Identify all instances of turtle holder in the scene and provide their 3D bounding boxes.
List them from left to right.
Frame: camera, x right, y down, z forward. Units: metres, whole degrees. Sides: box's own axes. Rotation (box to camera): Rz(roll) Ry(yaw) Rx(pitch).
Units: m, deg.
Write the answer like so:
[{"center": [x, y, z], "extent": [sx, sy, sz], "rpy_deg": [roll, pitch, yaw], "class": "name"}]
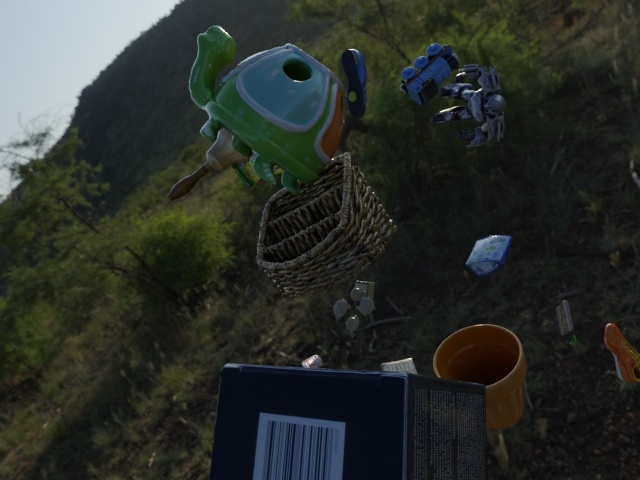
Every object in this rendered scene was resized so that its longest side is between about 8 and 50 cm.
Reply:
[{"center": [-0.095, -0.258, 0.982], "extent": [0.320, 0.243, 0.227], "rpy_deg": [41, 99, 31], "class": "turtle holder"}]

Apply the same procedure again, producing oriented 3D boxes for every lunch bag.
[{"center": [0.632, 0.052, 1.857], "extent": [0.128, 0.096, 0.151], "rpy_deg": [-58, 12, -27], "class": "lunch bag"}]

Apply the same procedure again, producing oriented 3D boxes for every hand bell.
[{"center": [-0.329, -0.194, 1.412], "extent": [0.242, 0.126, 0.126], "rpy_deg": [-44, 17, -14], "class": "hand bell"}]

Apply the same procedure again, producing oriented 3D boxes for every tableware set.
[{"center": [0.122, 0.243, 1.822], "extent": [0.168, 0.020, 0.141], "rpy_deg": [-47, 46, 15], "class": "tableware set"}]

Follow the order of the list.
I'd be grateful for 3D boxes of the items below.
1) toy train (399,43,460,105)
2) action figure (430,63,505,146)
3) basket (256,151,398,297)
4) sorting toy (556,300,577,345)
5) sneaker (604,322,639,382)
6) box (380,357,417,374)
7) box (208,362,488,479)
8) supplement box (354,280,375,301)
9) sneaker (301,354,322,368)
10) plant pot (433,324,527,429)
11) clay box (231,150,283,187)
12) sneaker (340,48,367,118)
[{"center": [0.311, -0.473, 1.424], "extent": [0.184, 0.080, 0.105], "rpy_deg": [-42, 57, 2], "class": "toy train"}, {"center": [0.358, -0.321, 1.204], "extent": [0.099, 0.185, 0.285], "rpy_deg": [-3, 16, -7], "class": "action figure"}, {"center": [-0.021, -0.019, 1.145], "extent": [0.299, 0.223, 0.213], "rpy_deg": [-23, 17, 40], "class": "basket"}, {"center": [0.463, 0.159, 0.945], "extent": [0.012, 0.083, 0.062], "rpy_deg": [-5, -20, 9], "class": "sorting toy"}, {"center": [0.775, 0.282, 1.279], "extent": [0.064, 0.175, 0.067], "rpy_deg": [-38, 13, -31], "class": "sneaker"}, {"center": [0.191, 0.373, 1.098], "extent": [0.078, 0.147, 0.180], "rpy_deg": [-12, 22, 3], "class": "box"}, {"center": [0.071, 0.317, 0.793], "extent": [0.294, 0.395, 0.211], "rpy_deg": [-6, 71, 30], "class": "box"}, {"center": [0.181, 0.211, 2.076], "extent": [0.056, 0.083, 0.083], "rpy_deg": [4, -4, 29], "class": "supplement box"}, {"center": [-0.027, 0.440, 1.788], "extent": [0.070, 0.051, 0.134], "rpy_deg": [-25, 0, -5], "class": "sneaker"}, {"center": [0.396, 0.338, 1.199], "extent": [0.205, 0.188, 0.205], "rpy_deg": [-22, 26, 12], "class": "plant pot"}, {"center": [-0.206, -0.240, 1.587], "extent": [0.053, 0.127, 0.222], "rpy_deg": [-39, -1, 21], "class": "clay box"}, {"center": [0.120, -0.481, 1.548], "extent": [0.069, 0.209, 0.082], "rpy_deg": [-5, 6, 43], "class": "sneaker"}]
